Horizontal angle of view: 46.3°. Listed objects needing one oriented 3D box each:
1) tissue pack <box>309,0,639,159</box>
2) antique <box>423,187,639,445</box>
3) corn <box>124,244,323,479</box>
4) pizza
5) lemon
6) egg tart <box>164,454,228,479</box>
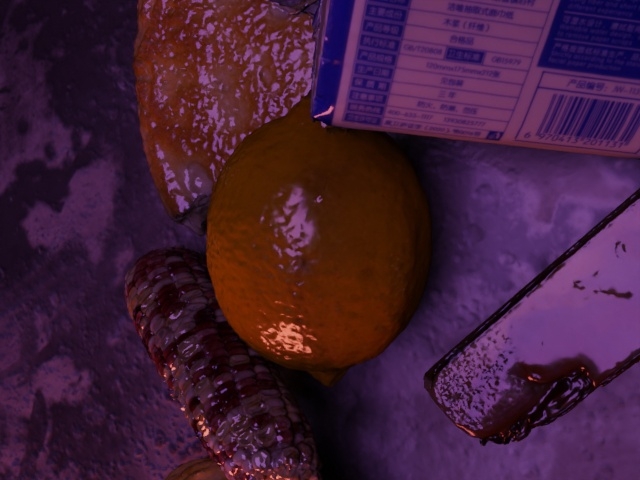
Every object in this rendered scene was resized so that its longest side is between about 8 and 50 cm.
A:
[{"bbox_3d":[0.133,-0.176,0.508,0.269,0.137,0.209,4,128,-5],"label":"tissue pack"},{"bbox_3d":[0.221,0.043,0.573,0.310,0.087,0.093,-44,74,18],"label":"antique"},{"bbox_3d":[-0.093,0.113,0.675,0.098,0.098,0.290,-53,50,16],"label":"corn"},{"bbox_3d":[-0.050,-0.138,0.709,0.287,0.075,0.280,3,96,23],"label":"pizza"},{"bbox_3d":[0.000,0.000,0.617,0.188,0.188,0.257,8,108,25],"label":"lemon"},{"bbox_3d":[-0.050,0.337,0.686,0.293,0.123,0.294,-1,89,28],"label":"egg tart"}]
